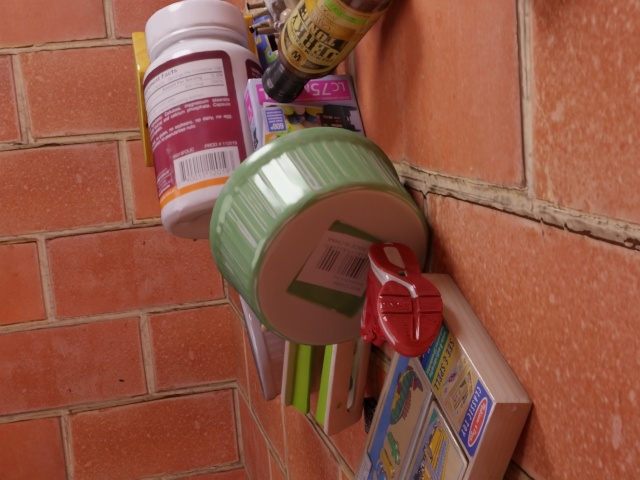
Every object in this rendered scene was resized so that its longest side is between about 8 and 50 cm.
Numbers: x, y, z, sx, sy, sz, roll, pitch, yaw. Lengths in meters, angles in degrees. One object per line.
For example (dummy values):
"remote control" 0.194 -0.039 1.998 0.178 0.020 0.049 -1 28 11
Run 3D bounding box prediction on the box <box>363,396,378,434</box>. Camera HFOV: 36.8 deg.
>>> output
"box" 0.098 0.327 1.737 0.083 0.018 0.067 -150 54 -74

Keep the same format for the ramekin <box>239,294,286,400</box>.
"ramekin" -0.100 0.229 2.245 0.273 0.127 0.273 166 90 -83

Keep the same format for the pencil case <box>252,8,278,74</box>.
"pencil case" -0.046 -0.307 1.814 0.133 0.119 0.306 -31 58 31

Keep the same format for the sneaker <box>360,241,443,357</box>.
"sneaker" 0.103 0.108 1.252 0.221 0.086 0.128 -93 7 -58

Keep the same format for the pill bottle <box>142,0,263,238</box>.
"pill bottle" -0.201 -0.218 1.742 0.224 0.223 0.393 121 140 -70

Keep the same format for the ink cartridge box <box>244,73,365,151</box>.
"ink cartridge box" -0.011 -0.131 1.600 0.065 0.185 0.311 116 145 -64

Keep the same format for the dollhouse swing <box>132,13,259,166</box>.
"dollhouse swing" -0.179 -0.253 1.906 0.305 0.346 0.315 -118 25 -60

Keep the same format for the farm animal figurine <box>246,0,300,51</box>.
"farm animal figurine" -0.023 -0.447 1.586 0.330 0.172 0.327 -127 20 -51

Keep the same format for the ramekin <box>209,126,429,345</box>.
"ramekin" 0.006 0.005 1.376 0.148 0.303 0.304 -126 31 -51

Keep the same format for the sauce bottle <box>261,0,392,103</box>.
"sauce bottle" 0.003 -0.316 1.462 0.344 0.111 0.112 136 127 -58

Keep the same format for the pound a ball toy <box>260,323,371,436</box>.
"pound a ball toy" -0.001 0.156 1.726 0.208 0.135 0.319 27 124 37

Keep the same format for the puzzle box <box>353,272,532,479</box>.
"puzzle box" 0.143 0.285 1.280 0.272 0.052 0.409 -117 35 -55
